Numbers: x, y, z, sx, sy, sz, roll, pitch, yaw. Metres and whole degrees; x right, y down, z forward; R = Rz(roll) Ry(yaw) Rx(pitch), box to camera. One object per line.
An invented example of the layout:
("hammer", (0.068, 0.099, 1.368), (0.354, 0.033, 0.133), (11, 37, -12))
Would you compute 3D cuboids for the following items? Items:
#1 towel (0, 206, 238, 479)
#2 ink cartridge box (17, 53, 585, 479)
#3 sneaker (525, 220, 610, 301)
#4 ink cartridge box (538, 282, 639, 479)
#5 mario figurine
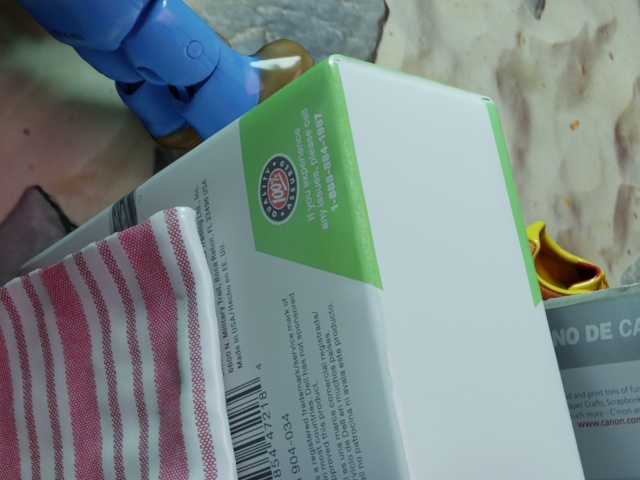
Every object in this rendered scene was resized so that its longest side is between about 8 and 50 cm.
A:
("towel", (-0.126, 0.081, 0.579), (0.029, 0.197, 0.144), (16, 57, -56))
("ink cartridge box", (-0.028, 0.064, 0.617), (0.115, 0.273, 0.198), (7, 65, -42))
("sneaker", (0.202, 0.056, 0.966), (0.175, 0.067, 0.064), (40, 47, -21))
("ink cartridge box", (0.132, 0.158, 0.651), (0.130, 0.309, 0.272), (-13, 90, -44))
("mario figurine", (-0.125, -0.184, 0.683), (0.320, 0.198, 0.170), (41, 38, -42))
